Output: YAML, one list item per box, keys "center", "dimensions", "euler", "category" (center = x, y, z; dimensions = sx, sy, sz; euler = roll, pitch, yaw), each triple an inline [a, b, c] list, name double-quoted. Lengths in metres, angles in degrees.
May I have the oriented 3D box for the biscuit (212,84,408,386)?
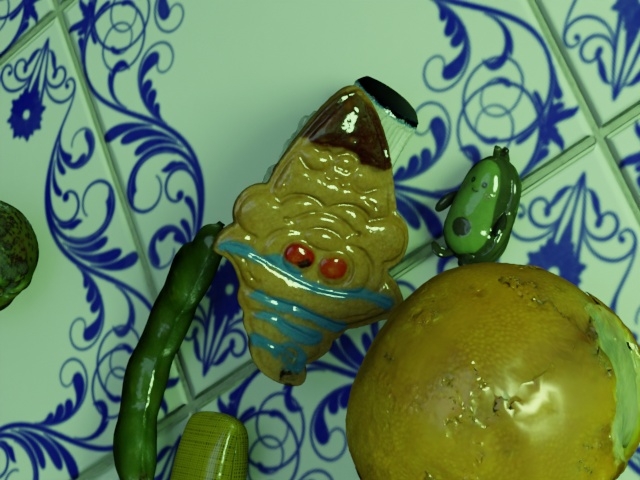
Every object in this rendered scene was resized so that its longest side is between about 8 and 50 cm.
- center: [0.000, 0.000, 1.368]
  dimensions: [0.043, 0.183, 0.280]
  euler: [-117, 42, -71]
  category: "biscuit"

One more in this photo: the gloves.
- center: [0.004, -0.043, 1.418]
  dimensions: [0.119, 0.097, 0.229]
  euler: [38, 94, 6]
  category: "gloves"

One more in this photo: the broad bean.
- center: [-0.150, 0.124, 1.506]
  dimensions: [0.144, 0.049, 0.292]
  euler: [-2, 74, 62]
  category: "broad bean"

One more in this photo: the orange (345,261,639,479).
- center: [0.136, 0.134, 1.199]
  dimensions: [0.240, 0.240, 0.240]
  euler: [-7, 77, 36]
  category: "orange"

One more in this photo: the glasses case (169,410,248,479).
- center: [-0.114, 0.280, 1.463]
  dimensions: [0.079, 0.064, 0.234]
  euler: [3, 82, 52]
  category: "glasses case"

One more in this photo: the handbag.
- center: [0.140, -0.031, 1.342]
  dimensions: [0.072, 0.047, 0.111]
  euler: [27, 100, 36]
  category: "handbag"

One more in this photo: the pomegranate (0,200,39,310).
- center: [-0.366, 0.010, 1.686]
  dimensions: [0.125, 0.163, 0.138]
  euler: [31, 122, -2]
  category: "pomegranate"
